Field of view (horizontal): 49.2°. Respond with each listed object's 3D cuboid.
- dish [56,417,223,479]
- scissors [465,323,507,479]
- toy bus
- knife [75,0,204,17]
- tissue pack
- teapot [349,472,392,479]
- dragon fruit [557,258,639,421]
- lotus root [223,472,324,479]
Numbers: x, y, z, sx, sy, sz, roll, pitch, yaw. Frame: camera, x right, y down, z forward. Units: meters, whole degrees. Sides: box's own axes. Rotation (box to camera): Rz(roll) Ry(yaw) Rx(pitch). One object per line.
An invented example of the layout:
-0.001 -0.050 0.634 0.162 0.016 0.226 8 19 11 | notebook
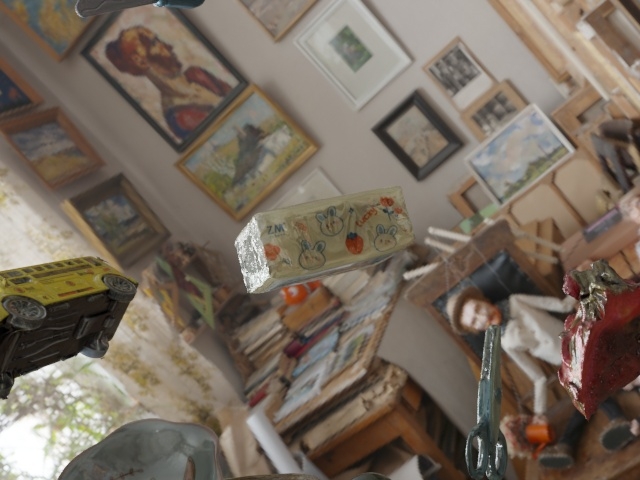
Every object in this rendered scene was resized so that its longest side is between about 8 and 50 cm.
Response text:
-0.225 0.334 0.897 0.229 0.081 0.229 -7 30 4 | dish
0.317 0.299 1.306 0.041 0.138 0.289 -7 67 42 | scissors
-0.435 0.115 1.089 0.144 0.152 0.330 -60 -14 14 | toy bus
-0.240 -0.338 0.945 0.032 0.058 0.244 3 20 31 | knife
0.000 0.000 0.894 0.196 0.092 0.148 -14 -8 -19 | tissue pack
0.113 0.521 1.353 0.119 0.166 0.130 75 -140 -83 | teapot
0.460 0.122 1.126 0.262 0.211 0.134 -33 29 -10 | dragon fruit
-0.099 0.450 1.044 0.398 0.195 0.179 -13 -9 18 | lotus root
